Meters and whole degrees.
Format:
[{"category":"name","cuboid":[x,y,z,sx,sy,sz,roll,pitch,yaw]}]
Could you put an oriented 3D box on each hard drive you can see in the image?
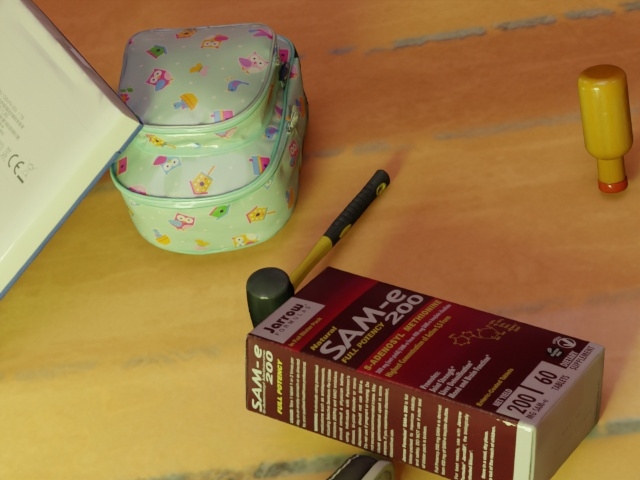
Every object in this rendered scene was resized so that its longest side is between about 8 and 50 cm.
[{"category":"hard drive","cuboid":[-0.306,-0.036,1.636,0.319,0.040,0.210,-50,51,8]}]

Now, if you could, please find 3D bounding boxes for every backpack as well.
[{"category":"backpack","cuboid":[-0.096,-0.088,1.644,0.166,0.144,0.188,-1,59,8]}]

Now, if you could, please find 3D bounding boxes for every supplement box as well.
[{"category":"supplement box","cuboid":[0.077,0.103,1.453,0.239,0.073,0.130,15,32,26]}]

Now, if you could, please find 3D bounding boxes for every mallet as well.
[{"category":"mallet","cuboid":[0.000,0.000,1.593,0.039,0.062,0.190,21,59,28]}]

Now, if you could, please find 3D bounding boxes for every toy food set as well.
[{"category":"toy food set","cuboid":[0.324,-0.121,1.601,0.232,0.104,0.111,-29,34,-32]}]

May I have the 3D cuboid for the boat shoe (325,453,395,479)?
[{"category":"boat shoe","cuboid":[-0.031,0.238,1.395,0.068,0.081,0.228,26,65,27]}]
